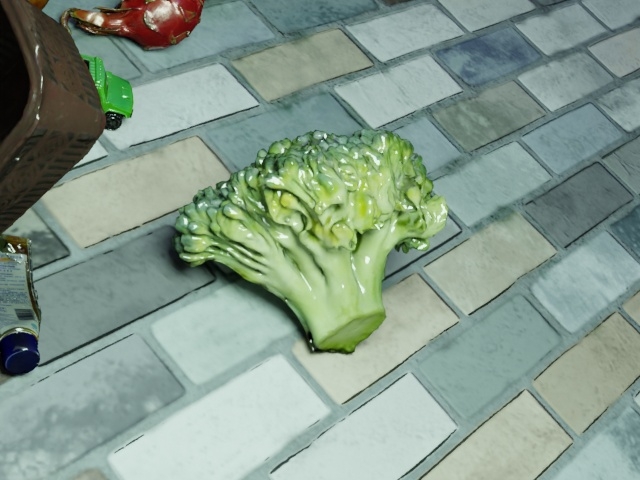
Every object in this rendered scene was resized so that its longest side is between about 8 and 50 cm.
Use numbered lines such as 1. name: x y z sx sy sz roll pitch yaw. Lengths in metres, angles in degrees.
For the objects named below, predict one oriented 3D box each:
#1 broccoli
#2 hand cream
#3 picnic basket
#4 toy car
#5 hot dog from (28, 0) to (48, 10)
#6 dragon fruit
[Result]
1. broccoli: 0.000 0.000 1.183 0.245 0.288 0.248 67 10 13
2. hand cream: -0.305 0.058 1.046 0.062 0.039 0.163 3 44 -29
3. picnic basket: -0.329 -0.101 0.997 0.129 0.297 0.222 18 38 -56
4. toy car: -0.298 -0.186 1.257 0.165 0.062 0.071 12 45 -25
5. hot dog: -0.434 -0.362 1.242 0.405 0.185 0.223 -26 67 -44
6. dragon fruit: -0.241 -0.289 1.391 0.190 0.094 0.094 -17 59 -14
